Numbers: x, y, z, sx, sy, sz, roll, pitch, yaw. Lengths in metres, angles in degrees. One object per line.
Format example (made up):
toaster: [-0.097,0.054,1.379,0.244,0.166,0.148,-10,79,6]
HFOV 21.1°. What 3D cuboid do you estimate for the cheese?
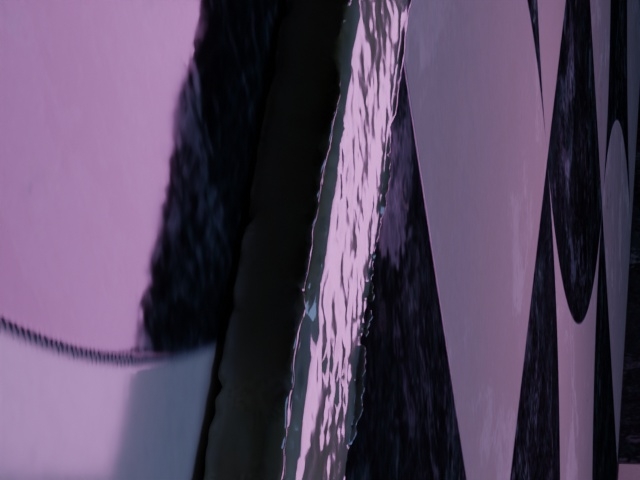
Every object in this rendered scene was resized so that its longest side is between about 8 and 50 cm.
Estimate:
cheese: [-0.003,-0.001,0.577,0.085,0.034,0.400,62,30,-54]
